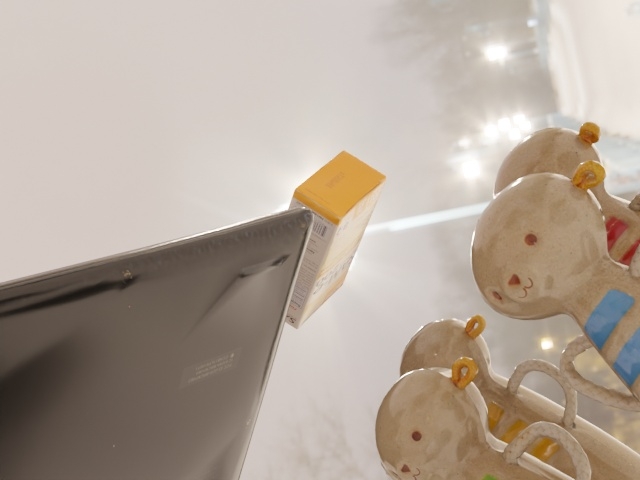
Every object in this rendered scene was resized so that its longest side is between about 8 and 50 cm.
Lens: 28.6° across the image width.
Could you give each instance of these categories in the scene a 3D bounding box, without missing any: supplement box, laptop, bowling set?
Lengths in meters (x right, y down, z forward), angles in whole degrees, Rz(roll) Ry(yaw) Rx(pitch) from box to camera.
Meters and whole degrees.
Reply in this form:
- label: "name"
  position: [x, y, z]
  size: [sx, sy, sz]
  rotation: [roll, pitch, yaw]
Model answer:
- label: "supplement box"
  position: [0.000, 0.000, 0.795]
  size: [0.062, 0.036, 0.098]
  rotation: [-42, -20, -47]
- label: "laptop"
  position: [-0.255, 0.140, 0.651]
  size: [0.382, 0.236, 0.408]
  rotation: [-17, -48, -48]
- label: "bowling set"
  position: [0.084, 0.040, 0.405]
  size: [0.200, 0.154, 0.287]
  rotation: [-29, -28, -47]
